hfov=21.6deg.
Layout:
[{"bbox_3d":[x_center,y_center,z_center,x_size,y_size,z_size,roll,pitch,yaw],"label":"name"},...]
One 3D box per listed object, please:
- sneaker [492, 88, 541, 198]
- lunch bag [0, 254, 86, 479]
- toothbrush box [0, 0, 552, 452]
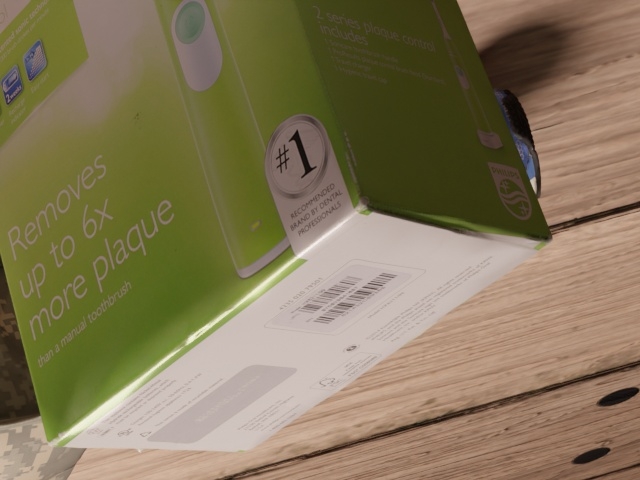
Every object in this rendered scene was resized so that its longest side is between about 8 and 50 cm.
[{"bbox_3d":[0.000,0.000,1.126,0.330,0.129,0.147,-32,154,28],"label":"sneaker"},{"bbox_3d":[-0.317,0.129,1.115,0.287,0.169,0.235,-7,146,-35],"label":"lunch bag"},{"bbox_3d":[-0.051,-0.075,0.752,0.122,0.283,0.206,11,143,-45],"label":"toothbrush box"}]
